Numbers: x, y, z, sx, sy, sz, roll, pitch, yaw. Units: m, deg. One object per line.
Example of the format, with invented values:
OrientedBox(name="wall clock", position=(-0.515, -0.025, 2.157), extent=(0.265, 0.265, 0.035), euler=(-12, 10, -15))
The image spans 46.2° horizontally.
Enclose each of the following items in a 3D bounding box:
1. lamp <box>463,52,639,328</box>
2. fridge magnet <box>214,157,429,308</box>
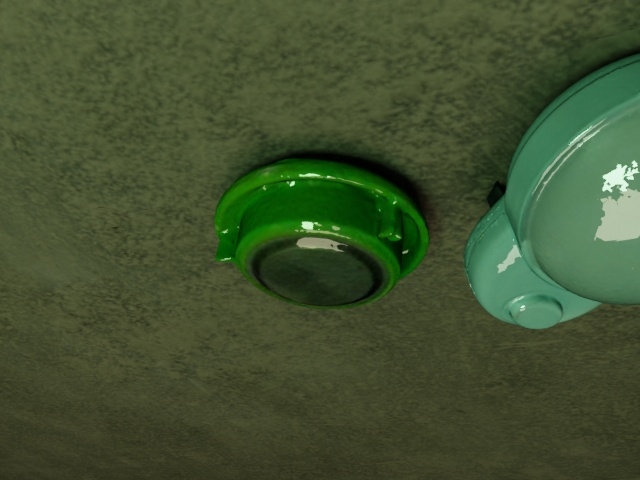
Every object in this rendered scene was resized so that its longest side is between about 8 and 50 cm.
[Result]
OrientedBox(name="lamp", position=(0.232, -0.026, 0.582), extent=(0.209, 0.147, 0.284), euler=(21, 146, -26))
OrientedBox(name="fridge magnet", position=(0.000, 0.000, 0.723), extent=(0.208, 0.088, 0.208), euler=(5, 148, 3))
